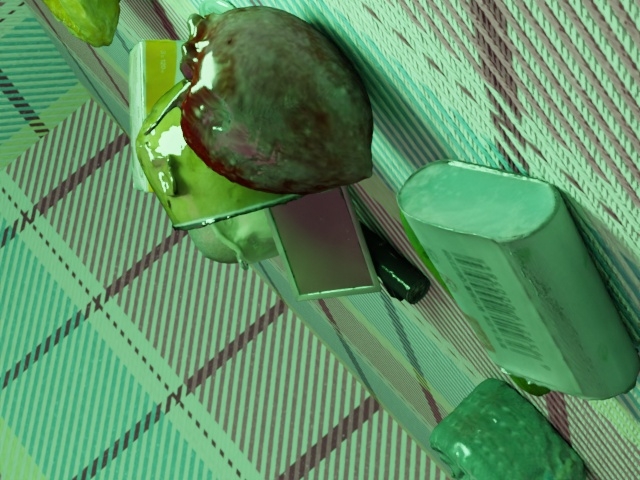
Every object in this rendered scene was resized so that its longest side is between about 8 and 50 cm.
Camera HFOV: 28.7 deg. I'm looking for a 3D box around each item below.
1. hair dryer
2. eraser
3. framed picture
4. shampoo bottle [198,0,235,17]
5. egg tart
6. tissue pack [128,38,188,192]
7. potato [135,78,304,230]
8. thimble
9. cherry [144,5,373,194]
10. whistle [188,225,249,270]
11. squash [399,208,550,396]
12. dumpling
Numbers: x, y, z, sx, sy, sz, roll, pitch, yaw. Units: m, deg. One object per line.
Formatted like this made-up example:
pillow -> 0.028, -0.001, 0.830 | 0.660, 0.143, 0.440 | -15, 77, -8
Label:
hair dryer -> 0.116, 0.064, 1.864 | 0.173, 0.050, 0.195 | 44, 175, 39
eraser -> 0.183, 0.038, 1.140 | 0.174, 0.081, 0.227 | 15, 147, 45
framed picture -> 0.000, 0.000, 1.792 | 0.011, 0.142, 0.183 | -51, -53, -55
shampoo bottle -> -0.101, -0.236, 1.622 | 0.069, 0.041, 0.190 | 34, 166, 30
egg tart -> -0.400, -0.447, 1.969 | 0.319, 0.128, 0.319 | 50, 172, 10
tissue pack -> -0.225, -0.187, 1.902 | 0.185, 0.124, 0.225 | -163, 72, -74
potato -> -0.110, -0.130, 1.600 | 0.300, 0.247, 0.196 | -156, 53, -85
thimble -> 0.274, 0.320, 1.830 | 0.235, 0.143, 0.198 | 36, 165, 52
cherry -> -0.043, -0.134, 1.297 | 0.250, 0.192, 0.175 | 35, -155, 22
whistle -> -0.185, -0.096, 2.482 | 0.189, 0.189, 0.347 | 65, -176, -63
squash -> 0.176, 0.048, 1.298 | 0.292, 0.082, 0.082 | 51, 172, -26
dumpling -> -0.090, -0.069, 1.846 | 0.131, 0.179, 0.252 | 39, 168, 51
